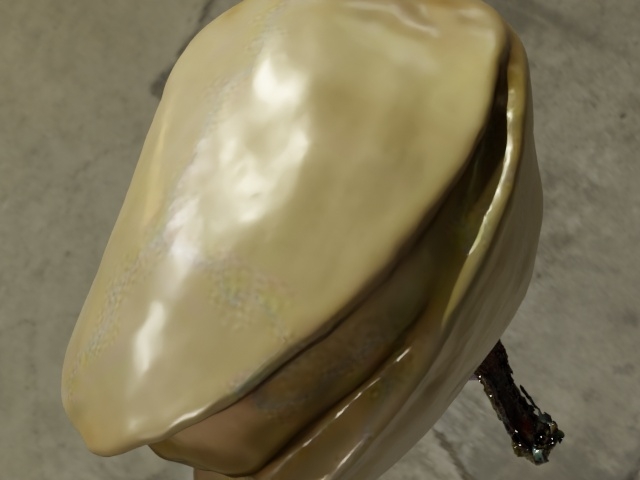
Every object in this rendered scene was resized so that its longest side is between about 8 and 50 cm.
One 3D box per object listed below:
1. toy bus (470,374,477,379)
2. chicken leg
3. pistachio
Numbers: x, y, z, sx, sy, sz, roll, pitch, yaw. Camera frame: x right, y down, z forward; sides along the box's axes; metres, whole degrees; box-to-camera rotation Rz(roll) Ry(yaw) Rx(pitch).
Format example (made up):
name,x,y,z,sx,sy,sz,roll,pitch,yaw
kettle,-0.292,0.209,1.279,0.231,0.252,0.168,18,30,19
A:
name,x,y,z,sx,sy,sz,roll,pitch,yaw
toy bus,0.125,0.051,1.112,0.037,0.052,0.130,-5,95,6
chicken leg,0.087,0.069,1.034,0.253,0.106,0.051,41,49,16
pistachio,0.000,0.000,0.714,0.238,0.229,0.321,-14,40,58
